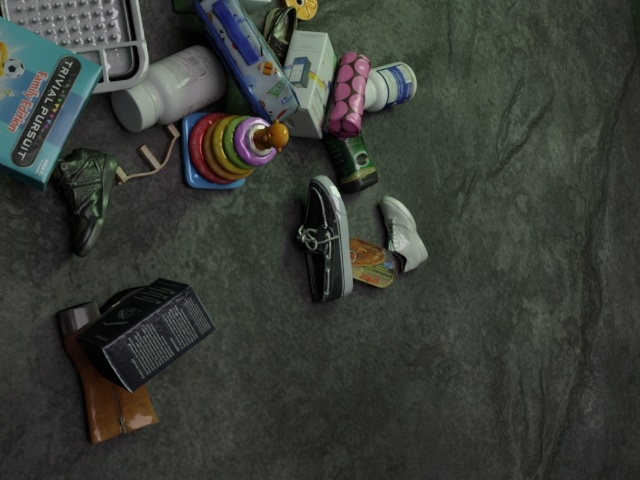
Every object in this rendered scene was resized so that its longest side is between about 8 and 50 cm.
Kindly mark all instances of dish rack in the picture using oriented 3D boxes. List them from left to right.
[{"bbox_3d":[-0.499,-0.450,1.615,0.286,0.072,0.332,-9,101,-10],"label":"dish rack"}]

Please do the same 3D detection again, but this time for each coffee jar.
[{"bbox_3d":[0.077,-0.214,2.100,0.096,0.079,0.184,-26,98,-36],"label":"coffee jar"}]

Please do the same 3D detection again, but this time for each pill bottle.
[{"bbox_3d":[-0.326,-0.322,1.769,0.229,0.131,0.131,-36,105,-36],"label":"pill bottle"},{"bbox_3d":[0.153,-0.399,2.169,0.187,0.112,0.111,-23,97,-38],"label":"pill bottle"}]

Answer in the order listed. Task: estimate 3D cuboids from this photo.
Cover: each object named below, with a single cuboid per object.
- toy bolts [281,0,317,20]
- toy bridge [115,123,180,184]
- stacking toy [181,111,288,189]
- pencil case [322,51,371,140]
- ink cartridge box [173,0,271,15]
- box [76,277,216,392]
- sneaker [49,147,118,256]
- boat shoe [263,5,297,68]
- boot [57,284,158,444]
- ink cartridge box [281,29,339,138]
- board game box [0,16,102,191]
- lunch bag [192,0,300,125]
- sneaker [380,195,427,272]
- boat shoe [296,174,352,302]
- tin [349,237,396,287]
[{"bbox_3d":[0.012,-0.675,2.071,0.229,0.159,0.218,-8,88,-38],"label":"toy bolts"},{"bbox_3d":[-0.370,-0.176,1.779,0.188,0.026,0.063,-48,113,-32],"label":"toy bridge"},{"bbox_3d":[-0.159,-0.210,1.770,0.166,0.302,0.175,-4,89,-38],"label":"stacking toy"},{"bbox_3d":[0.069,-0.352,2.021,0.098,0.095,0.209,76,24,-65],"label":"pencil case"},{"bbox_3d":[-0.245,-0.671,1.896,0.201,0.117,0.278,-8,87,-39],"label":"ink cartridge box"},{"bbox_3d":[-0.332,0.175,1.570,0.207,0.153,0.108,-37,112,-25],"label":"box"},{"bbox_3d":[-0.488,-0.083,1.637,0.130,0.087,0.227,19,69,-33],"label":"sneaker"},{"bbox_3d":[-0.102,-0.471,2.004,0.080,0.073,0.223,20,71,-34],"label":"boat shoe"},{"bbox_3d":[-0.372,0.240,1.669,0.264,0.096,0.280,-19,96,-39],"label":"boot"},{"bbox_3d":[-0.031,-0.373,1.992,0.154,0.093,0.212,59,43,-65],"label":"ink cartridge box"},{"bbox_3d":[-0.609,-0.278,1.502,0.336,0.079,0.253,25,73,-14],"label":"board game box"},{"bbox_3d":[-0.165,-0.406,1.807,0.115,0.243,0.303,-33,75,3],"label":"lunch bag"},{"bbox_3d":[0.204,-0.013,2.177,0.094,0.080,0.212,-37,107,-24],"label":"sneaker"},{"bbox_3d":[-0.002,0.000,1.988,0.105,0.113,0.306,-17,109,-33],"label":"boat shoe"},{"bbox_3d":[0.114,0.060,2.115,0.190,0.040,0.106,22,66,-34],"label":"tin"}]
